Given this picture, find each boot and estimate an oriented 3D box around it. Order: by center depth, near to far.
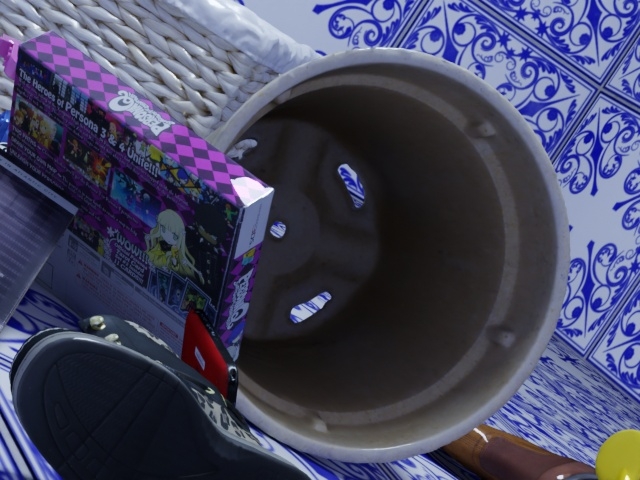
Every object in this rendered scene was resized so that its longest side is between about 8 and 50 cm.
[{"bbox_3d":[-0.124,0.096,1.156,0.236,0.085,0.178,37,0,-41],"label":"boot"},{"bbox_3d":[0.160,0.193,1.834,0.280,0.096,0.264,35,6,23],"label":"boot"}]

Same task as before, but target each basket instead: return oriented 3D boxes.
[{"bbox_3d":[-0.211,-0.184,2.084,0.331,0.266,0.328,35,6,10],"label":"basket"}]

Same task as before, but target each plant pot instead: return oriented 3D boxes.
[{"bbox_3d":[0.000,0.000,1.674,0.334,0.334,0.305,31,-5,-19],"label":"plant pot"}]

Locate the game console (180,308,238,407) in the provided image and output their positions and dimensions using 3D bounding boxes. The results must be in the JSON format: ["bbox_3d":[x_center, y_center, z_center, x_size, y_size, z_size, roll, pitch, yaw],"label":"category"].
[{"bbox_3d":[-0.048,0.126,1.334,0.085,0.124,0.144,4,14,-16],"label":"game console"}]

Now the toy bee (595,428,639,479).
[{"bbox_3d":[0.272,0.243,1.545,0.298,0.162,0.195,1,65,-39],"label":"toy bee"}]

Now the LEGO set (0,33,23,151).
[{"bbox_3d":[-0.290,-0.092,1.705,0.093,0.087,0.227,22,34,-17],"label":"LEGO set"}]

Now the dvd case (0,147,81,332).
[{"bbox_3d":[-0.264,-0.022,1.322,0.164,0.018,0.221,34,26,-8],"label":"dvd case"}]

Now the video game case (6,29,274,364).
[{"bbox_3d":[-0.145,-0.013,1.439,0.232,0.210,0.042,35,45,25],"label":"video game case"}]
